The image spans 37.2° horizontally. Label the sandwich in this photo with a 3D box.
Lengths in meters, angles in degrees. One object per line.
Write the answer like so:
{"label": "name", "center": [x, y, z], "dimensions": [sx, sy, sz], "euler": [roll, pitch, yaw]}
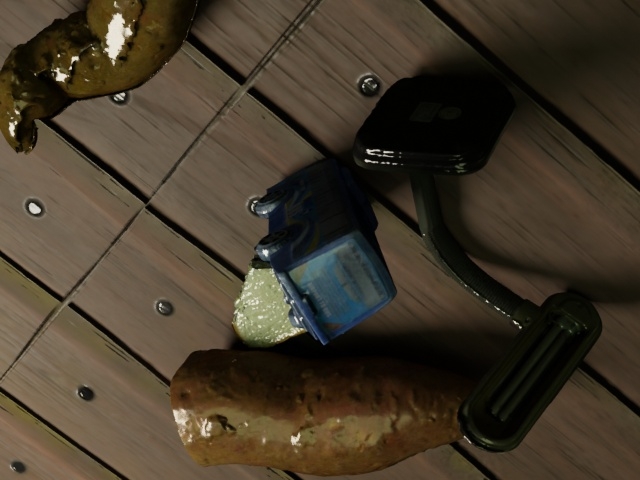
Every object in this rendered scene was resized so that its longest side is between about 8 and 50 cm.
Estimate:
{"label": "sandwich", "center": [-0.050, 0.060, 0.940], "dimensions": [0.105, 0.035, 0.093], "euler": [-30, 110, 27]}

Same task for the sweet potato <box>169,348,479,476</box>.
{"label": "sweet potato", "center": [0.027, 0.174, 0.937], "dimensions": [0.337, 0.131, 0.131], "euler": [2, 119, 12]}

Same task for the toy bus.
{"label": "toy bus", "center": [0.003, 0.002, 0.784], "dimensions": [0.094, 0.236, 0.079], "euler": [-23, 109, 5]}

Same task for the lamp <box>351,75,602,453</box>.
{"label": "lamp", "center": [0.115, 0.022, 0.794], "dimensions": [0.125, 0.203, 0.283], "euler": [-6, 123, 38]}

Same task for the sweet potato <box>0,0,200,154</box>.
{"label": "sweet potato", "center": [-0.169, -0.194, 0.786], "dimensions": [0.124, 0.098, 0.310], "euler": [20, 120, -28]}
